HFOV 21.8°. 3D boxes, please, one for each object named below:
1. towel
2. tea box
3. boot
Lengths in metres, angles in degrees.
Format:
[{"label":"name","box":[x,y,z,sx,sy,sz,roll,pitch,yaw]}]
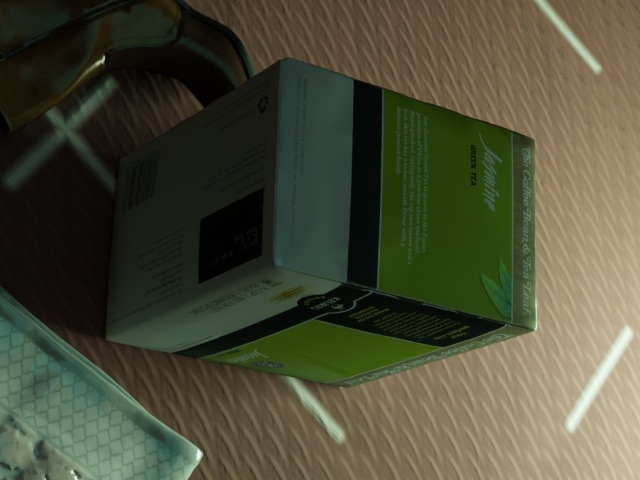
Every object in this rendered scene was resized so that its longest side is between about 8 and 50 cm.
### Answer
[{"label":"towel","box":[-0.304,0.238,1.604,0.332,0.053,0.317,42,56,-17]},{"label":"tea box","box":[0.000,0.000,1.721,0.323,0.329,0.220,16,67,-33]},{"label":"boot","box":[-0.224,-0.183,1.766,0.280,0.096,0.264,-34,97,-37]}]
